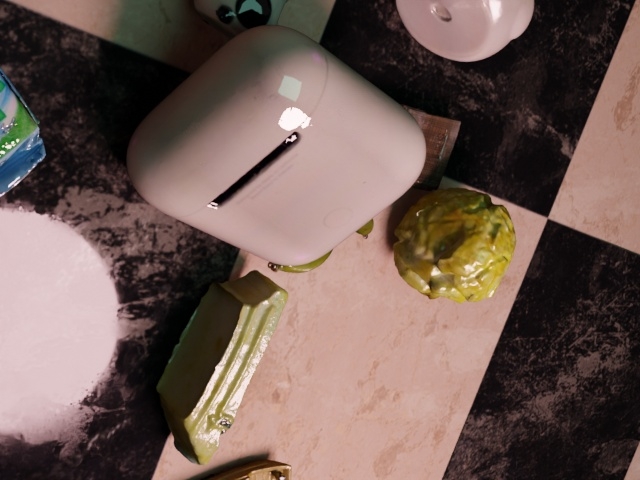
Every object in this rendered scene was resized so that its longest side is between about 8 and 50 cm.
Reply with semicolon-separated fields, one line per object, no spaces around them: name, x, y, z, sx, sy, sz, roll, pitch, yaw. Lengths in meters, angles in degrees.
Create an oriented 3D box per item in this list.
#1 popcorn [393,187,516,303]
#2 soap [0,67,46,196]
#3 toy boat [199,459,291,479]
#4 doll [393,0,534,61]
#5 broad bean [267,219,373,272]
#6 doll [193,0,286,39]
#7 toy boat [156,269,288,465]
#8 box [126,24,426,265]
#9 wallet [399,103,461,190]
popcorn;0.205;0.016;1.743;0.198;0.198;0.212;-32;150;-29
soap;-0.411;-0.155;1.157;0.156;0.077;0.293;-45;133;-18
toy boat;-0.132;0.383;1.645;0.226;0.088;0.068;-15;117;-37
doll;0.219;-0.375;1.566;0.221;0.221;0.251;-43;158;-20
broad bean;0.000;0.000;1.624;0.213;0.048;0.070;-25;123;-37
doll;-0.075;-0.323;1.371;0.110;0.107;0.181;33;75;-2
toy boat;-0.145;0.169;1.522;0.084;0.111;0.276;22;96;-40
box;-0.048;-0.107;1.411;0.288;0.141;0.349;-37;141;22
wallet;0.115;-0.143;1.672;0.230;0.042;0.124;8;106;-43
